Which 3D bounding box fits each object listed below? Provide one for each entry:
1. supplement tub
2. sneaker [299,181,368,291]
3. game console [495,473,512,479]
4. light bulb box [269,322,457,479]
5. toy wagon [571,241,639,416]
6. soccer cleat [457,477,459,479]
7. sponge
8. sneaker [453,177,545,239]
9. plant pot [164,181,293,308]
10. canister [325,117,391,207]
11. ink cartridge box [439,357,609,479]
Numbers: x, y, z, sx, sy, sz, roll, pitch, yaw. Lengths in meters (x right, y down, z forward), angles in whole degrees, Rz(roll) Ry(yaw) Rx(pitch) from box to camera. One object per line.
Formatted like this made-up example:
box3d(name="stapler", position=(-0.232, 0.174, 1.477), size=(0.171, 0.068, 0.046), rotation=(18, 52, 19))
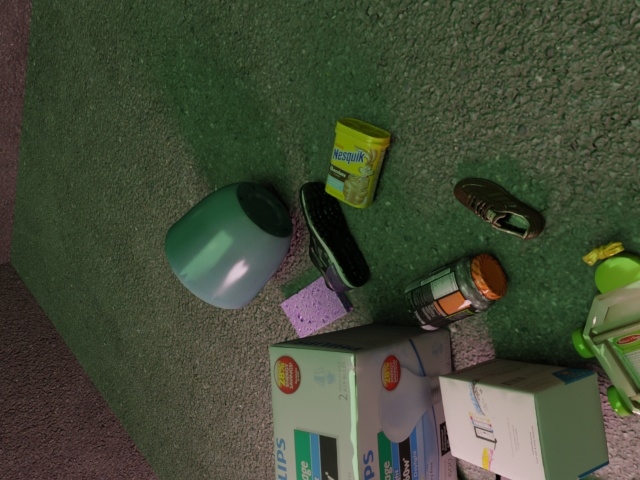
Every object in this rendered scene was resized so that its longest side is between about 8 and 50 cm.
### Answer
box3d(name="supplement tub", position=(0.277, 0.105, 1.046), size=(0.190, 0.117, 0.117), rotation=(-33, 84, 42))
box3d(name="sneaker", position=(0.000, 0.000, 1.250), size=(0.124, 0.107, 0.284), rotation=(-24, 90, 48))
box3d(name="game console", position=(0.472, 0.454, 1.063), size=(0.213, 0.044, 0.362), rotation=(5, 108, 39))
box3d(name="light bulb box", position=(0.101, 0.375, 1.075), size=(0.225, 0.360, 0.358), rotation=(-5, 86, 40))
box3d(name="toy wagon", position=(0.571, 0.149, 0.851), size=(0.267, 0.068, 0.345), rotation=(-36, 82, 42))
box3d(name="soccer cleat", position=(0.311, 0.626, 1.251), size=(0.289, 0.093, 0.121), rotation=(62, 163, -2))
box3d(name="sponge", position=(-0.014, 0.179, 1.373), size=(0.210, 0.031, 0.117), rotation=(-37, 82, 42))
box3d(name="sneaker", position=(0.332, -0.063, 0.967), size=(0.188, 0.071, 0.066), rotation=(31, 124, 27))
box3d(name="plant pot", position=(-0.213, -0.010, 1.312), size=(0.235, 0.293, 0.293), rotation=(-43, 77, 26))
box3d(name="canister", position=(0.079, -0.172, 1.138), size=(0.126, 0.073, 0.170), rotation=(30, 125, 29))
box3d(name="ink cartridge box", position=(0.373, 0.331, 0.955), size=(0.232, 0.171, 0.169), rotation=(-11, 86, 62))
